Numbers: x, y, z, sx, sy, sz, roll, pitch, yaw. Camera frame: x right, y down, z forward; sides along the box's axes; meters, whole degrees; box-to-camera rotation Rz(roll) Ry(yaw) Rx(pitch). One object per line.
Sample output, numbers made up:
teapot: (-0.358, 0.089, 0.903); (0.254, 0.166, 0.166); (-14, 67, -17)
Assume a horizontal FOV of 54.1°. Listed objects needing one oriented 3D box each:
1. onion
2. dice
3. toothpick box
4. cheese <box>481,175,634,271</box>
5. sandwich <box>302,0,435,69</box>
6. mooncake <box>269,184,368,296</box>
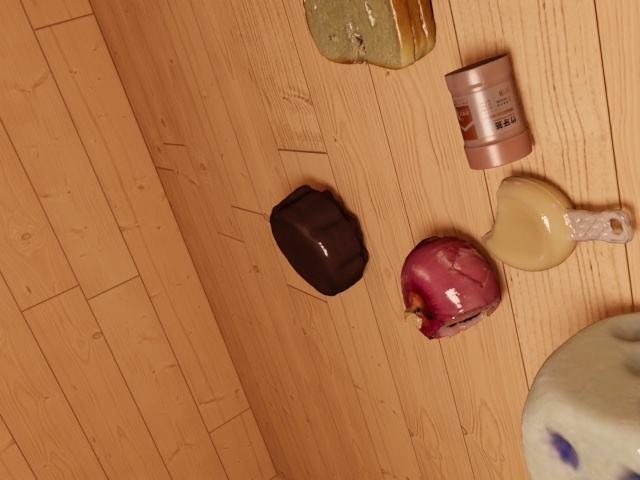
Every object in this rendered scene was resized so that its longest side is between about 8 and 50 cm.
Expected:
onion: (0.234, 0.083, 1.184); (0.201, 0.200, 0.207); (48, -177, 29)
dice: (0.452, 0.270, 0.831); (0.262, 0.267, 0.265); (19, 132, 57)
toothpick box: (0.254, -0.193, 0.946); (0.098, 0.098, 0.149); (7, 120, 60)
cheese: (0.358, -0.008, 0.965); (0.248, 0.070, 0.164); (31, 140, 47)
sandwich: (0.071, -0.421, 1.075); (0.273, 0.095, 0.249); (26, 140, 50)
mooncake: (0.000, 0.000, 1.565); (0.283, 0.141, 0.283); (46, 159, 23)
